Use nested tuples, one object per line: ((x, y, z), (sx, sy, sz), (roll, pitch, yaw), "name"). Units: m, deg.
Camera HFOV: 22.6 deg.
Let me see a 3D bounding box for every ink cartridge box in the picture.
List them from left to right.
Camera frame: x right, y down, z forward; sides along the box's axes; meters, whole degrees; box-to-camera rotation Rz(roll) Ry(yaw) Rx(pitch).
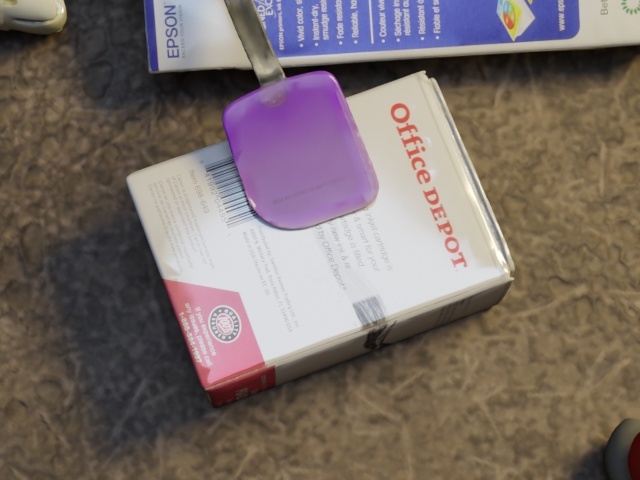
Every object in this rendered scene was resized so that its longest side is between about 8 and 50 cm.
((0.000, 0.000, 1.079), (0.218, 0.092, 0.158), (-20, 76, -5), "ink cartridge box")
((0.059, -0.214, 1.127), (0.371, 0.069, 0.175), (-4, 96, -5), "ink cartridge box")

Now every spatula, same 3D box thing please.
((-0.050, -0.149, 1.053), (0.084, 0.030, 0.296), (-21, 77, -4), "spatula")

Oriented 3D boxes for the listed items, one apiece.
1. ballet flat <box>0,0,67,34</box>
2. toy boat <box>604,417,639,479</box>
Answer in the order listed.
((-0.185, -0.212, 1.133), (0.316, 0.107, 0.106), (-33, 91, -9), "ballet flat")
((0.284, 0.249, 1.003), (0.267, 0.148, 0.318), (-28, 84, -3), "toy boat")
